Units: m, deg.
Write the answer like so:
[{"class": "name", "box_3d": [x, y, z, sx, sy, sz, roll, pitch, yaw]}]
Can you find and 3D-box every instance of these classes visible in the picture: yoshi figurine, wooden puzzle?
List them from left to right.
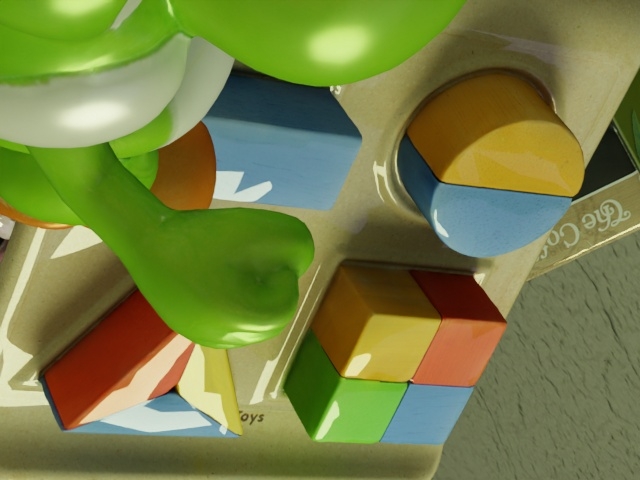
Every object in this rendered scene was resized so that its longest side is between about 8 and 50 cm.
[{"class": "yoshi figurine", "box_3d": [-0.040, -0.084, 0.592, 0.203, 0.203, 0.362, -45, -177, -6]}, {"class": "wooden puzzle", "box_3d": [0.000, 0.000, 0.969, 0.322, 0.348, 0.080, 6, -151, -31]}]

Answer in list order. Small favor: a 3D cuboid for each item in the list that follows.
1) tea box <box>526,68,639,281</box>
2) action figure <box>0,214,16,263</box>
[{"class": "tea box", "box_3d": [0.084, -0.117, 1.429, 0.329, 0.324, 0.220, -26, -176, 29]}, {"class": "action figure", "box_3d": [-0.216, -0.026, 1.612, 0.370, 0.248, 0.276, -5, 143, -35]}]
